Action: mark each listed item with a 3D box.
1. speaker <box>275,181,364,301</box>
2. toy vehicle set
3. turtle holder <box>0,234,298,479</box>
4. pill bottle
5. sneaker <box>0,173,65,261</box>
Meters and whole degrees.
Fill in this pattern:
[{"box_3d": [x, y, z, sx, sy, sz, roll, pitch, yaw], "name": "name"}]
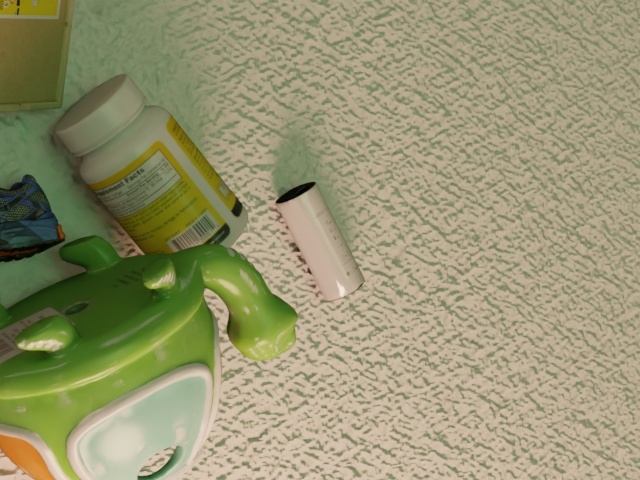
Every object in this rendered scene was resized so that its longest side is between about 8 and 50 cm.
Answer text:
[{"box_3d": [0.000, 0.000, 1.860, 0.055, 0.055, 0.136, -36, 107, -30], "name": "speaker"}, {"box_3d": [-0.311, -0.263, 1.592, 0.166, 0.035, 0.267, -9, 112, -58], "name": "toy vehicle set"}, {"box_3d": [-0.203, 0.125, 1.620, 0.320, 0.243, 0.227, -42, 120, -48], "name": "turtle holder"}, {"box_3d": [-0.183, -0.069, 1.702, 0.119, 0.119, 0.208, -48, 113, -27], "name": "pill bottle"}, {"box_3d": [-0.371, -0.018, 1.606, 0.221, 0.083, 0.087, -8, 78, -40], "name": "sneaker"}]
